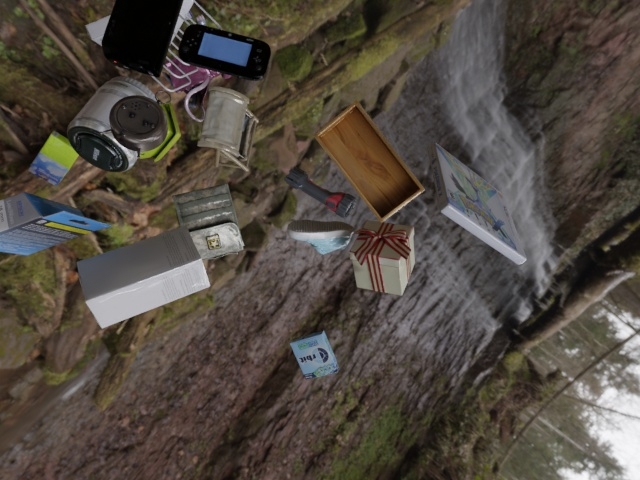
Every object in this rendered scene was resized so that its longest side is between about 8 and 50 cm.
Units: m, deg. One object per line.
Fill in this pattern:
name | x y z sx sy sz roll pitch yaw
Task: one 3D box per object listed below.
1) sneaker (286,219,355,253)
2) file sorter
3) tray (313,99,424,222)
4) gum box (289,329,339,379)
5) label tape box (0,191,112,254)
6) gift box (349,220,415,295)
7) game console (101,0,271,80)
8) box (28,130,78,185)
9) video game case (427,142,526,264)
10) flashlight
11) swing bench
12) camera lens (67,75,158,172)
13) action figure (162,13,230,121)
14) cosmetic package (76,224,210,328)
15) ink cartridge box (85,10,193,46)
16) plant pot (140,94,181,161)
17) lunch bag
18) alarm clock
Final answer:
sneaker | 0.000 0.000 1.952 0.365 0.135 0.150 1 115 -38
file sorter | -0.520 -0.724 1.629 0.277 0.173 0.193 -42 -168 34
tray | 0.181 -0.291 1.653 0.202 0.411 0.076 -38 -177 9
gum box | -0.025 0.493 1.895 0.156 0.185 0.041 -19 -170 17
label tape box | -0.884 -0.062 1.395 0.333 0.106 0.240 -18 170 5
gift box | 0.281 0.076 1.928 0.277 0.254 0.258 -63 149 -44
game console | -0.290 -0.461 0.999 0.044 0.360 0.214 131 -29 -79
box | -0.955 -0.293 1.591 0.178 0.109 0.042 -43 -149 20
video game case | 0.458 -0.114 1.302 0.036 0.328 0.300 -43 -152 37
flashlight | 0.002 -0.209 1.862 0.103 0.303 0.103 -56 166 -3
swing bench | -0.376 -0.455 1.830 0.255 0.165 0.254 80 18 -78
camera lens | -0.685 -0.385 1.483 0.219 0.219 0.275 126 -16 -56
action figure | -0.459 -0.725 1.818 0.369 0.276 0.248 -32 149 7
cosmetic package | -0.583 0.112 1.468 0.365 0.197 0.155 -21 139 -18
ink cartridge box | -0.684 -0.840 1.692 0.370 0.069 0.176 -21 -171 -1
plant pot | -0.721 -0.472 1.825 0.227 0.229 0.207 -37 152 30
lunch bag | -0.458 -0.063 1.818 0.235 0.288 0.169 -14 175 -12
alarm clock | -0.427 -0.299 1.067 0.192 0.129 0.064 -61 -174 -27
